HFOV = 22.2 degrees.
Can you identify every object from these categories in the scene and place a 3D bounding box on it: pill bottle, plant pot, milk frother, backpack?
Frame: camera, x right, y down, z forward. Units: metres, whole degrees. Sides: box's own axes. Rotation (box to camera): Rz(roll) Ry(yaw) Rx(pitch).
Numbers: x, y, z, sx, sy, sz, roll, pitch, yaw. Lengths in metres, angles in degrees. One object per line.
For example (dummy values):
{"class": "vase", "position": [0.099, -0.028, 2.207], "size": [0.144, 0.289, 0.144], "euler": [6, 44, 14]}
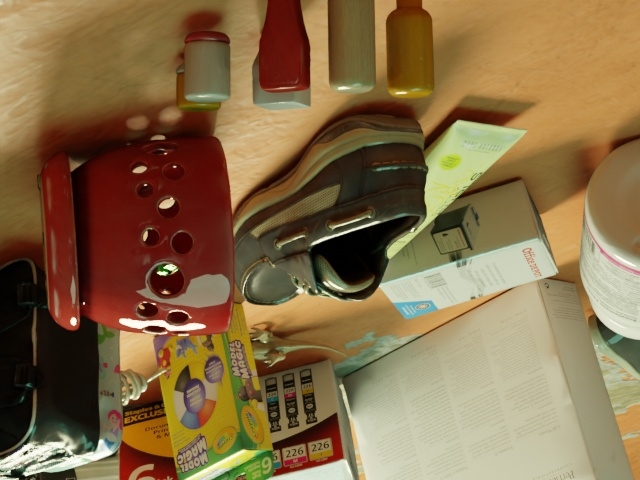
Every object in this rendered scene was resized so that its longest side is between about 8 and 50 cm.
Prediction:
{"class": "pill bottle", "position": [0.381, 0.008, 1.880], "size": [0.160, 0.160, 0.283], "euler": [-13, 158, 2]}
{"class": "plant pot", "position": [-0.175, 0.001, 1.543], "size": [0.174, 0.191, 0.191], "euler": [-5, 156, -11]}
{"class": "milk frother", "position": [-0.375, 0.376, 2.452], "size": [0.135, 0.129, 0.143], "euler": [-1, -163, -25]}
{"class": "backpack", "position": [-0.342, 0.156, 1.777], "size": [0.253, 0.225, 0.191], "euler": [-22, 151, 30]}

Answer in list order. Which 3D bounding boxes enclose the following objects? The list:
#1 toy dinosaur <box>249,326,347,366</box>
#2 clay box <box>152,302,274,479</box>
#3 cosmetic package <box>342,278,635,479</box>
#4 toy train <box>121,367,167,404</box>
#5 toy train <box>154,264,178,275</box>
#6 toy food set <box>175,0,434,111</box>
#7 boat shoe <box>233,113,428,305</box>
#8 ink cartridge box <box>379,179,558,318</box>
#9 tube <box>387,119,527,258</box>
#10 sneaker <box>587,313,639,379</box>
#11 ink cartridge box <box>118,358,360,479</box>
{"class": "toy dinosaur", "position": [-0.064, 0.139, 2.118], "size": [0.183, 0.053, 0.092], "euler": [-9, 173, 11]}
{"class": "clay box", "position": [-0.130, 0.200, 1.982], "size": [0.053, 0.222, 0.127], "euler": [11, 147, -43]}
{"class": "cosmetic package", "position": [0.216, 0.255, 2.209], "size": [0.097, 0.284, 0.377], "euler": [11, 148, -43]}
{"class": "toy train", "position": [-0.324, 0.173, 1.999], "size": [0.248, 0.105, 0.143], "euler": [-29, 139, 34]}
{"class": "toy train", "position": [-0.162, 0.025, 1.825], "size": [0.024, 0.017, 0.083], "euler": [23, 139, -38]}
{"class": "toy food set", "position": [-0.026, -0.172, 1.382], "size": [0.232, 0.104, 0.111], "euler": [-2, 176, 23]}
{"class": "boat shoe", "position": [0.000, 0.000, 1.703], "size": [0.132, 0.130, 0.355], "euler": [-1, 154, -25]}
{"class": "ink cartridge box", "position": [0.164, 0.013, 1.880], "size": [0.190, 0.082, 0.139], "euler": [-18, 157, 10]}
{"class": "tube", "position": [0.113, -0.057, 1.730], "size": [0.240, 0.062, 0.070], "euler": [-44, -178, 43]}
{"class": "sneaker", "position": [0.484, 0.138, 2.332], "size": [0.118, 0.083, 0.222], "euler": [-26, 153, 28]}
{"class": "ink cartridge box", "position": [-0.114, 0.285, 2.247], "size": [0.309, 0.272, 0.130], "euler": [-14, 126, 3]}
